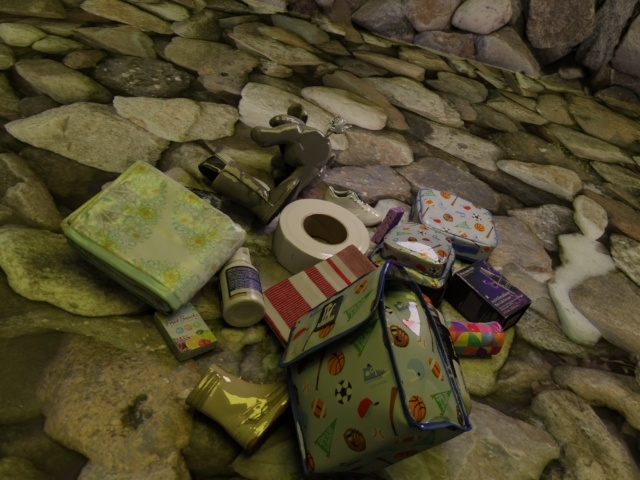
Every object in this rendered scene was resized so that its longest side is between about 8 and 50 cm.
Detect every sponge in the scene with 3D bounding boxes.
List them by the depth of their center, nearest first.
[{"bbox_3d":[0.212,-0.048,2.056,0.031,0.117,0.210,32,10,10],"label":"sponge"}]

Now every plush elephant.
[{"bbox_3d":[-0.072,-0.312,2.231,0.329,0.255,0.272,-32,101,-10],"label":"plush elephant"}]

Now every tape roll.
[{"bbox_3d":[0.000,0.000,1.987,0.286,0.100,0.286,13,39,-11],"label":"tape roll"}]

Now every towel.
[{"bbox_3d":[-0.424,-0.018,1.700,0.374,0.090,0.320,34,54,6],"label":"towel"},{"bbox_3d":[0.006,0.140,1.739,0.328,0.037,0.237,-27,40,-15],"label":"towel"}]

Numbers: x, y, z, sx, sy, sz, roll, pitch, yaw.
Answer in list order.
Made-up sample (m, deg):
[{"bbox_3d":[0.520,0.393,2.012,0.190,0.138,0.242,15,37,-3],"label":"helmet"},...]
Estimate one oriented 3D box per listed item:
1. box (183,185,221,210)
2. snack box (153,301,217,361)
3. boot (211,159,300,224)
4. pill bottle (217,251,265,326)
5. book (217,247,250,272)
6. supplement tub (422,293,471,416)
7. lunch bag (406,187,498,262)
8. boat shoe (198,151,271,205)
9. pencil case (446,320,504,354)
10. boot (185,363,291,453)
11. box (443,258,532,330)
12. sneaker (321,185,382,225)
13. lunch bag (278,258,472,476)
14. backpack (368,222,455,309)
[{"bbox_3d":[-0.373,-0.077,1.902,0.155,0.093,0.158,12,30,-11],"label":"box"},{"bbox_3d":[-0.333,0.221,1.623,0.100,0.037,0.141,-15,50,-38],"label":"snack box"},{"bbox_3d":[-0.190,-0.168,1.969,0.208,0.076,0.190,37,68,9],"label":"boot"},{"bbox_3d":[-0.211,0.124,1.734,0.111,0.112,0.187,4,42,-20],"label":"pill bottle"},{"bbox_3d":[-0.270,0.050,1.861,0.144,0.035,0.096,6,36,-18],"label":"book"},{"bbox_3d":[0.237,0.301,1.649,0.207,0.207,0.338,9,40,-14],"label":"supplement tub"},{"bbox_3d":[0.440,-0.046,2.230,0.303,0.115,0.243,15,41,-8],"label":"lunch bag"},{"bbox_3d":[-0.259,-0.160,2.051,0.306,0.113,0.105,44,52,17],"label":"boat shoe"},{"bbox_3d":[0.394,0.268,1.848,0.236,0.104,0.104,7,40,-18],"label":"pencil case"},{"bbox_3d":[-0.162,0.340,1.520,0.203,0.095,0.262,30,42,15],"label":"boot"},{"bbox_3d":[0.500,0.175,1.995,0.153,0.108,0.207,-22,55,-40],"label":"box"},{"bbox_3d":[0.111,-0.118,2.180,0.212,0.094,0.080,17,37,-5],"label":"sneaker"},{"bbox_3d":[0.090,0.273,1.428,0.238,0.327,0.386,19,47,-41],"label":"lunch bag"},{"bbox_3d":[0.275,0.067,1.959,0.276,0.213,0.263,26,28,11],"label":"backpack"}]
